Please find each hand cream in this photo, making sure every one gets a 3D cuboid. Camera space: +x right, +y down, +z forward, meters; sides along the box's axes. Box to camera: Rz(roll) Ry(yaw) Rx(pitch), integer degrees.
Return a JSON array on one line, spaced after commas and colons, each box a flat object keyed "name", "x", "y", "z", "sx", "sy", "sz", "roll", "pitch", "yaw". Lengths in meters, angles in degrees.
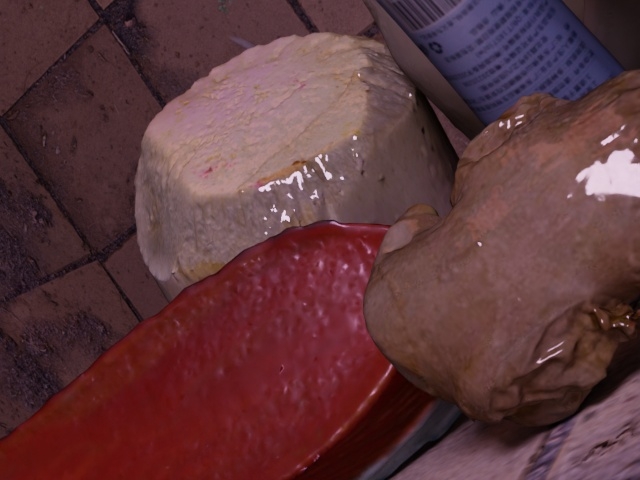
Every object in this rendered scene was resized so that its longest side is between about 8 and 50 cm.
[{"name": "hand cream", "x": 0.103, "y": -0.073, "z": 0.551, "sx": 0.091, "sy": 0.271, "sz": 0.058, "roll": -36, "pitch": 23, "yaw": 26}]

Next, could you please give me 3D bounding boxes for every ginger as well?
[{"name": "ginger", "x": 0.116, "y": -0.009, "z": 0.491, "sx": 0.213, "sy": 0.138, "sz": 0.074, "roll": -35, "pitch": -25, "yaw": 28}]

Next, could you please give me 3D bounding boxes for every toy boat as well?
[{"name": "toy boat", "x": -0.028, "y": 0.098, "z": 0.657, "sx": 0.331, "sy": 0.145, "sz": 0.133, "roll": -35, "pitch": -28, "yaw": 12}]

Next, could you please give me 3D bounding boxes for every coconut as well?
[{"name": "coconut", "x": 0.000, "y": 0.000, "z": 0.812, "sx": 0.239, "sy": 0.244, "sz": 0.239, "roll": -17, "pitch": 37, "yaw": 13}]

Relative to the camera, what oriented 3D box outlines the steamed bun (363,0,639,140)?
[{"name": "steamed bun", "x": 0.214, "y": -0.148, "z": 0.710, "sx": 0.367, "sy": 0.255, "sz": 0.342, "roll": -16, "pitch": -1, "yaw": -13}]
